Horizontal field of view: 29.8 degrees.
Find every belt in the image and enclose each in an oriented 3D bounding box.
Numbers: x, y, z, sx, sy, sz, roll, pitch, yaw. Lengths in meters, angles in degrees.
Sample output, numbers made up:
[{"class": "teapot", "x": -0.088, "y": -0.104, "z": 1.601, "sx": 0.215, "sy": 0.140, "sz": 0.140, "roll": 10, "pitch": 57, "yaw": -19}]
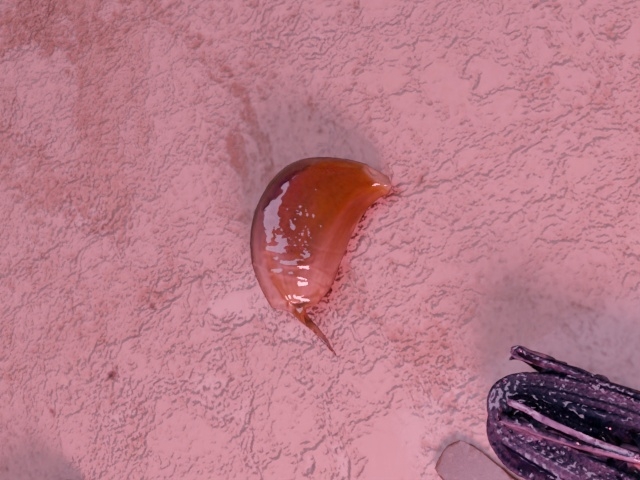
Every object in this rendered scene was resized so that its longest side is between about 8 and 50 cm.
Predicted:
[{"class": "belt", "x": 0.248, "y": 0.181, "z": 1.053, "sx": 0.218, "sy": 0.128, "sz": 0.122, "roll": 20, "pitch": 85, "yaw": 29}]

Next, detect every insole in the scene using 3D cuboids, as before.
[{"class": "insole", "x": 0.188, "y": 0.255, "z": 1.126, "sx": 0.192, "sy": 0.010, "sz": 0.063, "roll": 34, "pitch": 90, "yaw": 29}]

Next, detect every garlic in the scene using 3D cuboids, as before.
[{"class": "garlic", "x": -0.011, "y": 0.006, "z": 1.249, "sx": 0.128, "sy": 0.090, "sz": 0.198, "roll": 17, "pitch": 78, "yaw": 15}]
